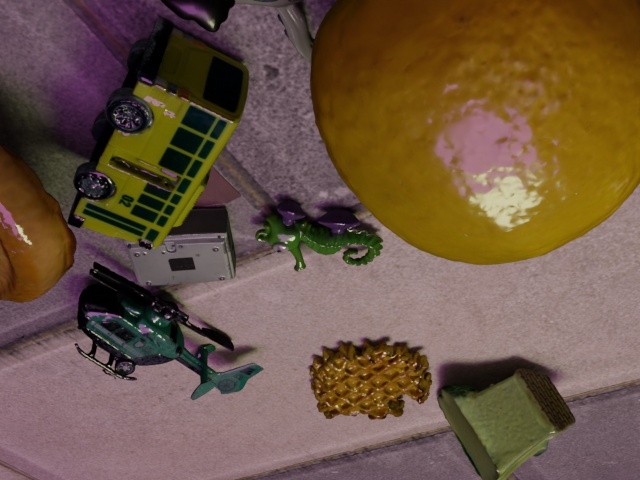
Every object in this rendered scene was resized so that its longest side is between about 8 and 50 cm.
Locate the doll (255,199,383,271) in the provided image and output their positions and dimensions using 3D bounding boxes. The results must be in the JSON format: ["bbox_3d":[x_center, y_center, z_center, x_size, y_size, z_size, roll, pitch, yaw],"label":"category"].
[{"bbox_3d":[0.000,0.000,1.077,0.190,0.050,0.115,6,134,-9],"label":"doll"}]

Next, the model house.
[{"bbox_3d":[0.348,0.330,1.377,0.189,0.195,0.214,-26,152,-6],"label":"model house"}]

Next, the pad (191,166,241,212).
[{"bbox_3d":[-0.220,-0.060,1.046,0.188,0.006,0.113,-24,131,23],"label":"pad"}]

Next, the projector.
[{"bbox_3d":[-0.203,0.014,1.078,0.147,0.061,0.115,-4,139,-1],"label":"projector"}]

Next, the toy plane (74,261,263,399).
[{"bbox_3d":[-0.271,0.167,1.237,0.155,0.106,0.382,-35,123,19],"label":"toy plane"}]

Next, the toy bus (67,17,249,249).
[{"bbox_3d":[-0.199,-0.113,0.891,0.150,0.128,0.262,23,132,-20],"label":"toy bus"}]

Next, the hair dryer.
[{"bbox_3d":[-0.067,-0.245,0.819,0.167,0.067,0.199,6,153,8],"label":"hair dryer"}]

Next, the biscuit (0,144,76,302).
[{"bbox_3d":[-0.449,-0.038,0.924,0.296,0.102,0.296,20,139,18],"label":"biscuit"}]

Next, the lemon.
[{"bbox_3d":[0.156,-0.144,0.711,0.348,0.348,0.348,1,138,1],"label":"lemon"}]

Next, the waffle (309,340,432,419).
[{"bbox_3d":[0.092,0.263,1.370,0.229,0.051,0.231,-2,137,7],"label":"waffle"}]

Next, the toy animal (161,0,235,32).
[{"bbox_3d":[-0.121,-0.320,0.700,0.180,0.116,0.218,25,118,23],"label":"toy animal"}]
